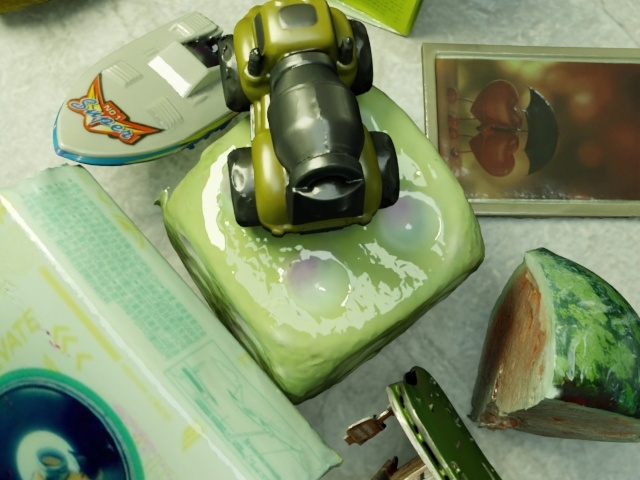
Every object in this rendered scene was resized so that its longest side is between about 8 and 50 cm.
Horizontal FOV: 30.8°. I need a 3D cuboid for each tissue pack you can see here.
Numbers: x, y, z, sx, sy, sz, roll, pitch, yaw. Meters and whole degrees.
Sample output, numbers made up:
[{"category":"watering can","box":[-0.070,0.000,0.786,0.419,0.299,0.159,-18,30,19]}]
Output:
[{"category":"tissue pack","box":[-0.216,0.163,1.120,0.388,0.162,0.287,49,117,6]}]

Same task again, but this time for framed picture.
[{"category":"framed picture","box":[0.264,-0.128,1.369,0.289,0.020,0.211,1,77,-7]}]

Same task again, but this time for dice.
[{"category":"dice","box":[0.000,0.000,1.191,0.249,0.252,0.254,-34,80,-13]}]

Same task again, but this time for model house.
[{"category":"model house","box":[0.087,0.254,1.146,0.154,0.294,0.207,-36,82,8]}]

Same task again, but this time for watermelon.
[{"category":"watermelon","box":[0.243,0.124,1.158,0.180,0.305,0.224,-36,82,-10]}]

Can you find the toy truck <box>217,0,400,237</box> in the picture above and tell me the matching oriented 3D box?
[{"category":"toy truck","box":[-0.012,-0.118,1.005,0.147,0.165,0.224,-7,74,-6]}]

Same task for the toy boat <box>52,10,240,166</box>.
[{"category":"toy boat","box":[-0.174,-0.149,1.215,0.129,0.088,0.295,44,42,5]}]

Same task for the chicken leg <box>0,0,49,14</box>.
[{"category":"chicken leg","box":[-0.417,-0.360,1.290,0.429,0.153,0.201,8,92,4]}]

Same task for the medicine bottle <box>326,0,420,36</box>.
[{"category":"medicine bottle","box":[0.076,-0.348,1.284,0.141,0.250,0.137,21,77,2]}]
